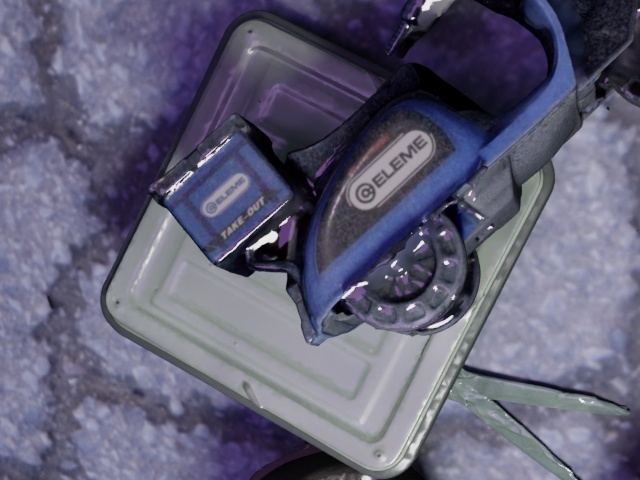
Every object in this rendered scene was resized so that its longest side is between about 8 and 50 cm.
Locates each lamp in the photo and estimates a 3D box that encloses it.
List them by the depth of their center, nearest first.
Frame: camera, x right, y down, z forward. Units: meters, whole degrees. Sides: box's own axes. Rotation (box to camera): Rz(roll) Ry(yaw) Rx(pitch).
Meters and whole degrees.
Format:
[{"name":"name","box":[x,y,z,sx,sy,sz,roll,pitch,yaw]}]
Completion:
[{"name":"lamp","box":[0.000,0.000,0.945,0.269,0.047,0.266,28,96,14]}]

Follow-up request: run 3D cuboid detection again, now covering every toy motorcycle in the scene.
[{"name":"toy motorcycle","box":[0.079,-0.085,0.836,0.358,0.125,0.212,-42,76,4]}]

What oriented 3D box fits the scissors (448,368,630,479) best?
[{"name":"scissors","box":[0.107,0.111,0.993,0.248,0.017,0.144,25,117,15]}]

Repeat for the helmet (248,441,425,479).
[{"name":"helmet","box":[0.007,0.268,1.021,0.198,0.154,0.253,-7,120,-11]}]
